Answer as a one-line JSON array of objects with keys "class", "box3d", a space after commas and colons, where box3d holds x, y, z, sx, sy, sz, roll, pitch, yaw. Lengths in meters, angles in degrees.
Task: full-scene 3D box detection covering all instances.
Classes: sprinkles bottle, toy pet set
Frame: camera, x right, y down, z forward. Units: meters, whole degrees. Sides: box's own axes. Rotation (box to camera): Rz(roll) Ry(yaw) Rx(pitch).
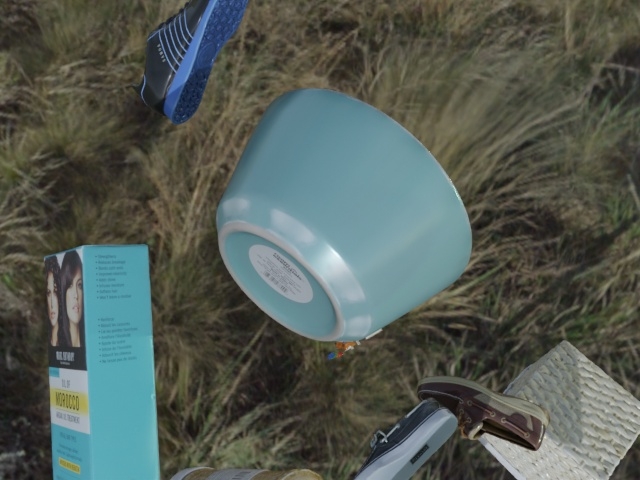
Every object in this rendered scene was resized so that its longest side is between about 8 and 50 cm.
[{"class": "sprinkles bottle", "box3d": [-0.126, 0.418, 1.056, 0.121, 0.355, 0.121, 13, 68, -34]}, {"class": "toy pet set", "box3d": [0.056, 0.168, 1.281, 0.114, 0.122, 0.065, -31, 79, 2]}]

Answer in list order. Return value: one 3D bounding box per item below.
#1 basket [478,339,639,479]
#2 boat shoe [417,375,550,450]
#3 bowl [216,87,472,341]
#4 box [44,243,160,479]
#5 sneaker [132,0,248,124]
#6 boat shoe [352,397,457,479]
[{"class": "basket", "box3d": [0.676, 0.514, 1.908, 0.331, 0.266, 0.328, 42, 57, 18]}, {"class": "boat shoe", "box3d": [0.397, 0.446, 1.719, 0.342, 0.123, 0.123, 15, 53, 22]}, {"class": "bowl", "box3d": [0.000, 0.000, 0.788, 0.311, 0.311, 0.163, 27, 59, 24]}, {"class": "box", "box3d": [-0.192, 0.129, 0.591, 0.060, 0.100, 0.244, 0, 84, -40]}, {"class": "sneaker", "box3d": [-0.176, -0.274, 0.895, 0.090, 0.232, 0.081, 35, 18, 13]}, {"class": "boat shoe", "box3d": [0.173, 0.482, 1.571, 0.306, 0.113, 0.105, -42, 39, -9]}]
